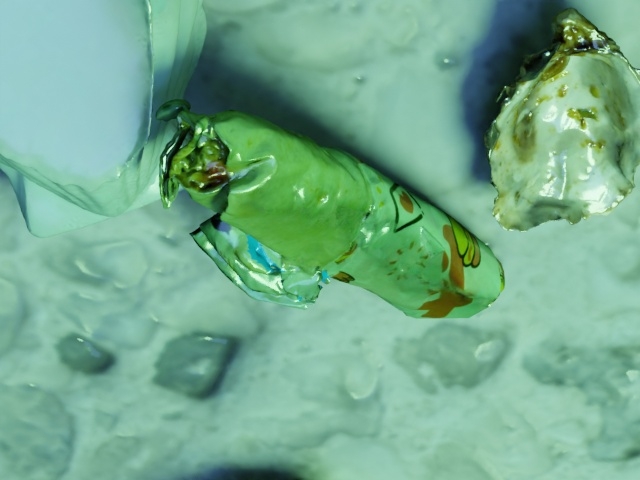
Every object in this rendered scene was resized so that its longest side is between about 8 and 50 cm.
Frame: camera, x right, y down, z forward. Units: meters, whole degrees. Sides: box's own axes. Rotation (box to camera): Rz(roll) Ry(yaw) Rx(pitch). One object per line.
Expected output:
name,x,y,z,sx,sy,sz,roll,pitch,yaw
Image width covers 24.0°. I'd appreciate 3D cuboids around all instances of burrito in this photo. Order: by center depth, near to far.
burrito,0.000,0.000,0.832,0.104,0.054,0.288,-36,145,20

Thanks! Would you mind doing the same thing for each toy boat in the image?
toy boat,-0.145,-0.126,0.743,0.200,0.100,0.290,-19,121,1

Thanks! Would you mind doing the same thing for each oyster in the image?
oyster,0.142,-0.070,0.861,0.103,0.051,0.148,-3,137,-13
